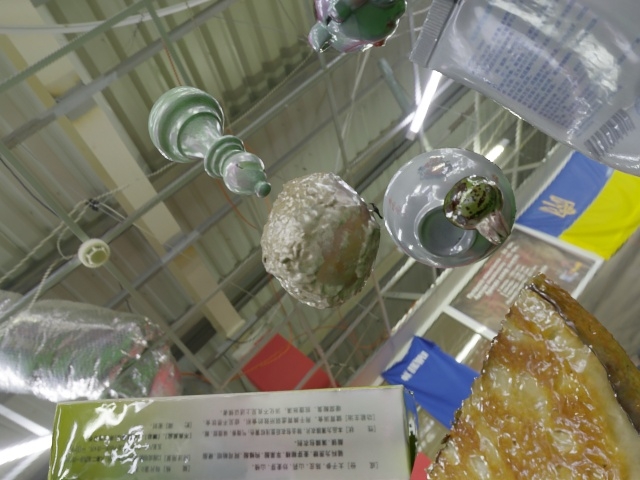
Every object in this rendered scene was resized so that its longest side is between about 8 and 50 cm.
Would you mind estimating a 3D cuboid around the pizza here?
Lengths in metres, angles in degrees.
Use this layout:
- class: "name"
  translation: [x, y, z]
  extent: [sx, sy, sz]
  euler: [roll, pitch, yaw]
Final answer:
- class: "pizza"
  translation: [0.296, 0.298, 0.700]
  extent: [0.130, 0.440, 0.406]
  euler: [-5, -22, -32]

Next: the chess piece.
- class: "chess piece"
  translation: [-0.171, -0.150, 0.845]
  extent: [0.139, 0.271, 0.139]
  euler: [-33, -35, -27]

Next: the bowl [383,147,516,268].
- class: "bowl"
  translation: [0.320, -0.051, 1.255]
  extent: [0.157, 0.345, 0.346]
  euler: [-57, -20, -63]

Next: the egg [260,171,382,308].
- class: "egg"
  translation: [0.000, 0.000, 1.103]
  extent: [0.279, 0.310, 0.279]
  euler: [-7, -34, -5]

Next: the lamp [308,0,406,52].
- class: "lamp"
  translation: [0.091, -0.565, 1.084]
  extent: [0.247, 0.247, 0.301]
  euler: [-45, 3, -33]

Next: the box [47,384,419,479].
- class: "box"
  translation: [-0.052, 0.159, 0.412]
  extent: [0.175, 0.260, 0.062]
  euler: [55, -151, -68]

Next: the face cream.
- class: "face cream"
  translation: [0.331, -0.224, 0.651]
  extent: [0.137, 0.420, 0.235]
  euler: [-54, -8, -27]

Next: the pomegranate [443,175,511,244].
- class: "pomegranate"
  translation: [0.350, -0.074, 1.072]
  extent: [0.138, 0.163, 0.126]
  euler: [17, -79, -55]
